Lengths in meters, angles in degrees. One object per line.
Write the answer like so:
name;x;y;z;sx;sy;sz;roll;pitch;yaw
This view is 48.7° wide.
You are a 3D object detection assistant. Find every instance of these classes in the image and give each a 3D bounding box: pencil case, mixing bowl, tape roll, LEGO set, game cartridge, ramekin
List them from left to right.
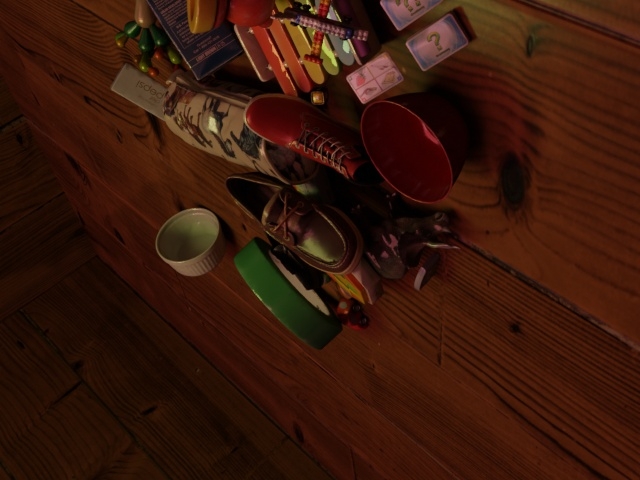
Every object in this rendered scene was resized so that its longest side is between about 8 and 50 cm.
ramekin;-0.387;0.012;2.164;0.207;0.207;0.109;33;159;34
pencil case;-0.167;-0.248;1.450;0.410;0.160;0.183;26;146;43
tape roll;-0.079;0.130;1.771;0.321;0.077;0.321;46;-177;-3
LEGO set;0.055;-0.286;0.987;0.244;0.060;0.182;-26;107;32
mixing bowl;0.159;-0.157;1.086;0.181;0.098;0.181;39;153;24
game cartridge;0.205;0.063;1.373;0.017;0.056;0.083;40;155;21

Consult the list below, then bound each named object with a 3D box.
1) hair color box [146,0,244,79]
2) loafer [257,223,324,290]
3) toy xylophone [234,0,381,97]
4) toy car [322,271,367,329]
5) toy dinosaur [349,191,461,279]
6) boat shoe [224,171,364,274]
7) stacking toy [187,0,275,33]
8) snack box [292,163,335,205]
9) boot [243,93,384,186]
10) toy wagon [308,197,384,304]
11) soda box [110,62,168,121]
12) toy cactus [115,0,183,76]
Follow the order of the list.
hair color box;-0.276;-0.474;1.307;0.347;0.105;0.174;57;-176;-15
loafer;-0.102;-0.004;1.708;0.302;0.095;0.109;61;152;4
toy xylophone;-0.034;-0.363;1.149;0.236;0.081;0.323;58;155;-16
toy car;0.023;0.114;1.767;0.225;0.053;0.239;38;153;27
toy dinosaur;0.128;0.012;1.345;0.160;0.121;0.313;67;158;16
boat shoe;-0.063;-0.043;1.353;0.342;0.123;0.123;40;110;37
stacking toy;-0.137;-0.496;1.081;0.279;0.130;0.308;-113;28;-49
snack box;-0.028;-0.143;1.508;0.100;0.037;0.141;24;145;43
boot;-0.006;-0.167;1.188;0.244;0.088;0.176;18;-160;-19
toy wagon;0.000;0.000;1.542;0.344;0.068;0.267;42;170;21
soda box;-0.386;-0.335;1.686;0.216;0.074;0.069;29;-176;-23
toy cactus;-0.388;-0.473;1.621;0.219;0.112;0.180;35;133;37
